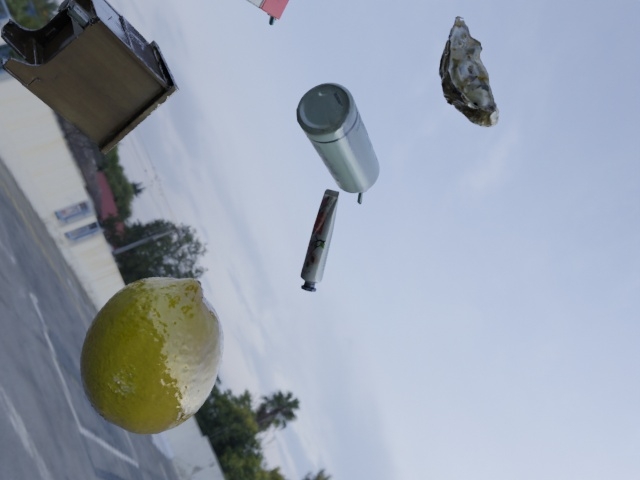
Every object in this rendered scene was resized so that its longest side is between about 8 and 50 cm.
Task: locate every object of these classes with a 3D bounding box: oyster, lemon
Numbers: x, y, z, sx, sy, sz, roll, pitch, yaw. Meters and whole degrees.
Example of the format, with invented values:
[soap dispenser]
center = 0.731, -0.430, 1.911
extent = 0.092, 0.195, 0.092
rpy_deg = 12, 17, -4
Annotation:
[oyster]
center = 0.381, -0.437, 1.575
extent = 0.094, 0.166, 0.294
rpy_deg = 143, -49, -63
[lemon]
center = -0.278, 0.191, 1.006
extent = 0.236, 0.236, 0.263
rpy_deg = -168, -103, -68

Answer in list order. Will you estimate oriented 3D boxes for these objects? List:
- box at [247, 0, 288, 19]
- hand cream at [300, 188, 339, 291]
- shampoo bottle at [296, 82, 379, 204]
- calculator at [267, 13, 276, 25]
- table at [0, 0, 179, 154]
[box]
center = -0.114, -0.469, 1.056
extent = 0.100, 0.152, 0.048
rpy_deg = -57, -139, 17
[hand cream]
center = 0.000, 0.000, 1.360
extent = 0.080, 0.050, 0.234
rpy_deg = 24, -78, 64
[shampoo bottle]
center = 0.040, -0.143, 0.956
extent = 0.085, 0.085, 0.262
rpy_deg = 58, 3, 25
[calculator]
center = -0.102, -0.586, 1.433
extent = 0.141, 0.019, 0.094
rpy_deg = 117, -29, -42
[table]
center = -0.156, -0.123, 0.407
extent = 0.082, 0.070, 0.083
rpy_deg = 44, 11, -43
